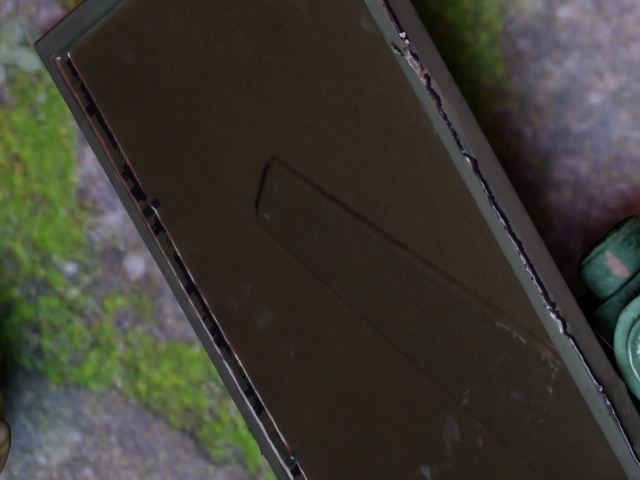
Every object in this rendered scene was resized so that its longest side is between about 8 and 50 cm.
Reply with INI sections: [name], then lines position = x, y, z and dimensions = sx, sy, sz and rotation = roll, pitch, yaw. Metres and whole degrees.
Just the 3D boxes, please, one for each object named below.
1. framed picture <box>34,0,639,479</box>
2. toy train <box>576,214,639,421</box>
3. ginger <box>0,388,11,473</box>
[framed picture]
position = 0.000, 0.000, 0.567
dimensions = 0.184, 0.016, 0.250
rotation = -29, 91, 49
[toy train]
position = 0.146, 0.090, 0.537
dimensions = 0.200, 0.083, 0.132
rotation = 50, 127, 11
[ginger]
position = -0.287, 0.055, 0.681
dimensions = 0.354, 0.126, 0.190
rotation = 15, 119, 20
